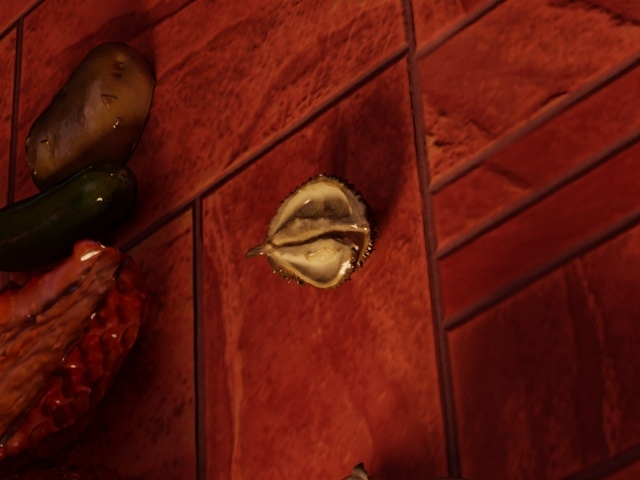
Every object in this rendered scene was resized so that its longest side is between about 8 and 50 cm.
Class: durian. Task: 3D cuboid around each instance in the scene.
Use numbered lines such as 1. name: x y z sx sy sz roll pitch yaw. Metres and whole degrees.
1. durian: 0.001 0.003 1.630 0.140 0.071 0.110 -16 62 30

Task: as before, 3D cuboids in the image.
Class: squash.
1. squash: -0.320 -0.015 2.033 0.331 0.087 0.087 -19 55 42

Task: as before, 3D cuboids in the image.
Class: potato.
1. potato: -0.278 -0.143 2.063 0.200 0.081 0.164 -55 36 9

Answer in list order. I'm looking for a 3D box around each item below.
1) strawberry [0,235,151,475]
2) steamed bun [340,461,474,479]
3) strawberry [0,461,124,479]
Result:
1. strawberry: -0.293 0.141 1.864 0.253 0.150 0.280 11 61 51
2. steamed bun: 0.071 0.316 1.249 0.275 0.206 0.320 -47 36 -1
3. strawberry: -0.265 0.295 1.719 0.201 0.187 0.184 -47 9 -23
